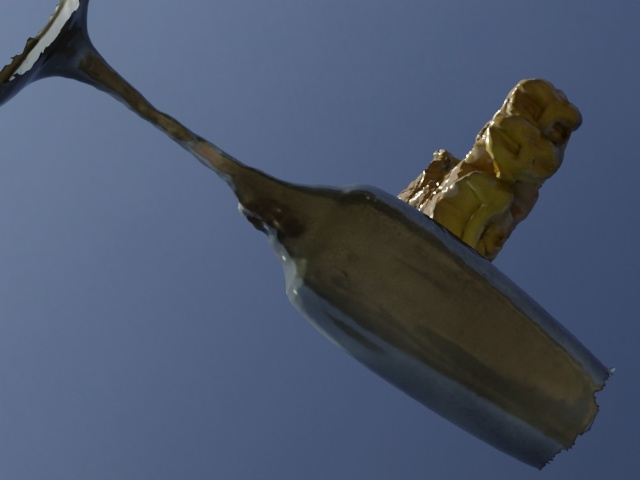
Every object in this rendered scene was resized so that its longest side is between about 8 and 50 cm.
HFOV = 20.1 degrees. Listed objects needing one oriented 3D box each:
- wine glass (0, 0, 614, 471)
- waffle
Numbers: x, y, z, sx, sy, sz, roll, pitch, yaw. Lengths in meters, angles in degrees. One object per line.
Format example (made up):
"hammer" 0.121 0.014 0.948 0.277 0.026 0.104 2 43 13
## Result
"wine glass" 0.000 0.000 0.673 0.262 0.074 0.074 36 -110 -13
"waffle" 0.061 -0.007 0.891 0.051 0.194 0.149 43 -96 -3
